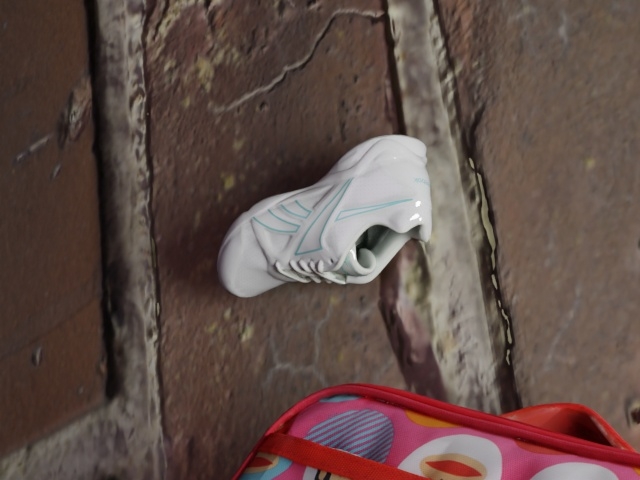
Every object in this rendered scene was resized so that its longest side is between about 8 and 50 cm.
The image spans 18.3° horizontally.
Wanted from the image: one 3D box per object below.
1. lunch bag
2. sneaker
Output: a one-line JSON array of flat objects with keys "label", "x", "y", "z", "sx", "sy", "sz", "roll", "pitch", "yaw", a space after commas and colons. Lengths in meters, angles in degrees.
[{"label": "lunch bag", "x": 0.060, "y": 0.177, "z": 0.897, "sx": 0.293, "sy": 0.120, "sz": 0.258, "roll": 10, "pitch": 53, "yaw": 48}, {"label": "sneaker", "x": 0.000, "y": 0.000, "z": 1.106, "sx": 0.152, "sy": 0.054, "sz": 0.061, "roll": -32, "pitch": 56, "yaw": 32}]
